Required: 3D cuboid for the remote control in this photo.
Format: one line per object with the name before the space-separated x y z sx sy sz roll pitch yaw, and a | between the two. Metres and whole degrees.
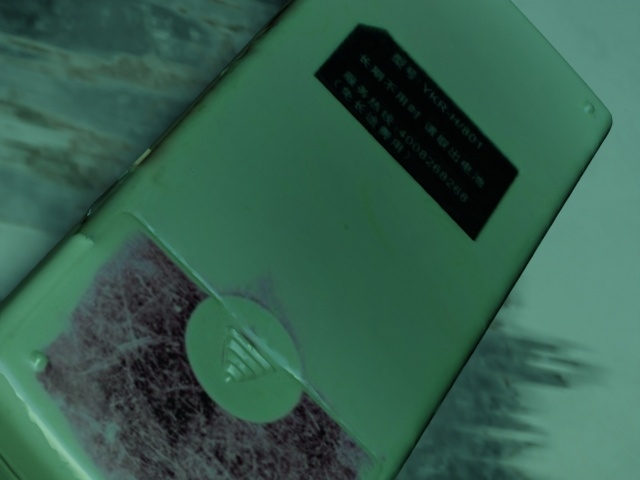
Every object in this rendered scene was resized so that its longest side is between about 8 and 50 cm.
remote control | -0.001 0.000 0.699 0.145 0.050 0.344 46 44 -7
